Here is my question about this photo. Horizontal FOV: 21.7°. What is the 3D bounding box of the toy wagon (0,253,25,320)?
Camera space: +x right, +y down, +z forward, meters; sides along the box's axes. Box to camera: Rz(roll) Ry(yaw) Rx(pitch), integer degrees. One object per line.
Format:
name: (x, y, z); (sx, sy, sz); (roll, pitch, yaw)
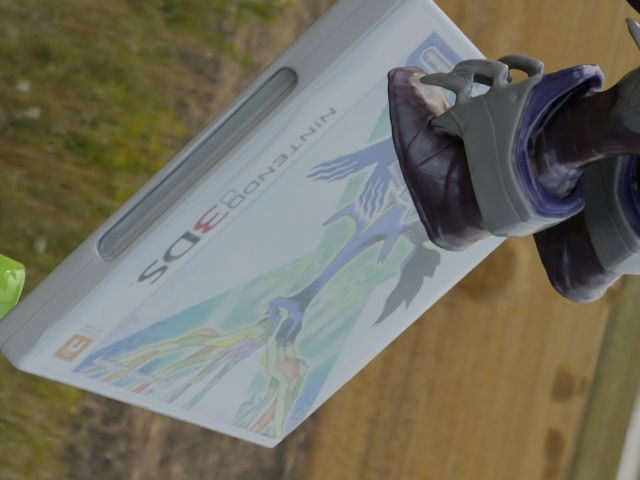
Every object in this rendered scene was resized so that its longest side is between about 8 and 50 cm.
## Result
toy wagon: (-0.305, -0.013, 0.969); (0.344, 0.267, 0.068); (-40, -151, 54)

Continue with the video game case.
video game case: (0.000, 0.000, 1.023); (0.300, 0.036, 0.329); (-43, 153, 8)

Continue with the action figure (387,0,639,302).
action figure: (0.151, -0.054, 0.577); (0.185, 0.285, 0.099); (3, 75, -37)
